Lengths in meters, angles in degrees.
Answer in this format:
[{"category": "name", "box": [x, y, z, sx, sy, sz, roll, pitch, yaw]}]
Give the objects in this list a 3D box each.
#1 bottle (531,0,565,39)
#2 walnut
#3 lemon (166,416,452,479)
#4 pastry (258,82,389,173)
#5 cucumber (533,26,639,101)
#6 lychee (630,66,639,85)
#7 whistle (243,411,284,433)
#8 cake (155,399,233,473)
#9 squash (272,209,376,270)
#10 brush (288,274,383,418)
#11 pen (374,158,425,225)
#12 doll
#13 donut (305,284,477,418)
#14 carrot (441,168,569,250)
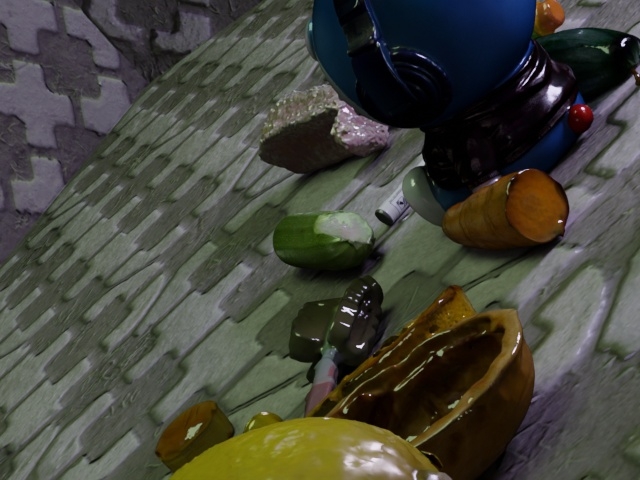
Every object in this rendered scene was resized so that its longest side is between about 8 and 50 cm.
[{"category": "bottle", "box": [0.214, -0.234, 2.217, 0.187, 0.069, 0.069, -26, 21, 42]}, {"category": "walnut", "box": [0.085, 0.146, 1.402, 0.211, 0.087, 0.167, -36, 14, -5]}, {"category": "lemon", "box": [-0.020, 0.232, 1.148, 0.263, 0.236, 0.236, -17, 24, 22]}, {"category": "pastry", "box": [0.010, -0.152, 2.430, 0.265, 0.103, 0.112, 1, 62, 61]}, {"category": "cucumber", "box": [0.258, -0.190, 1.987, 0.115, 0.063, 0.244, -49, 18, -24]}, {"category": "lychee", "box": [0.335, -0.140, 1.552, 0.140, 0.101, 0.114, -24, -13, 14]}, {"category": "whistle", "box": [-0.018, 0.182, 1.695, 0.109, 0.057, 0.046, -1, 87, 56]}, {"category": "cake", "box": [-0.130, 0.202, 1.891, 0.084, 0.044, 0.084, -37, 15, 11]}, {"category": "squash", "box": [0.000, 0.000, 2.086, 0.069, 0.069, 0.239, -45, 14, -13]}, {"category": "brush", "box": [0.005, 0.115, 1.722, 0.084, 0.071, 0.301, -33, 14, 20]}, {"category": "pen", "box": [0.131, -0.092, 2.102, 0.204, 0.025, 0.025, -48, 15, -24]}, {"category": "doll", "box": [0.123, -0.194, 1.850, 0.240, 0.310, 0.284, -28, 20, 37]}, {"category": "donut", "box": [0.067, 0.115, 1.556, 0.178, 0.065, 0.162, -43, -2, 16]}, {"category": "carrot", "box": [0.159, -0.024, 1.747, 0.072, 0.072, 0.205, -47, 12, -18]}]
